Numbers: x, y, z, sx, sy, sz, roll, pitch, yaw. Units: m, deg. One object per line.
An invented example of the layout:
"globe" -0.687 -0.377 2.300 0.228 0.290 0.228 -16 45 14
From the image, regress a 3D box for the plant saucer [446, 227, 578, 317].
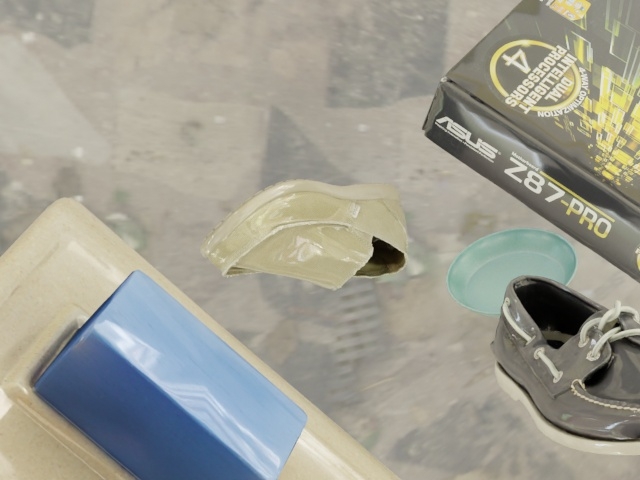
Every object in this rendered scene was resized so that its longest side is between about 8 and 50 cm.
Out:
"plant saucer" 0.173 0.034 1.399 0.119 0.119 0.021 -5 127 18

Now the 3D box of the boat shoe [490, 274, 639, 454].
"boat shoe" 0.144 0.064 0.839 0.075 0.206 0.065 -7 101 -14

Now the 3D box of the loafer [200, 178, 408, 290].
"loafer" 0.000 0.000 1.526 0.102 0.268 0.092 -45 66 39

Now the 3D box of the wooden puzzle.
"wooden puzzle" -0.030 0.146 0.581 0.322 0.348 0.080 41 120 -7

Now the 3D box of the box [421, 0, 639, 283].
"box" 0.339 -0.151 1.536 0.318 0.395 0.097 38 146 13
